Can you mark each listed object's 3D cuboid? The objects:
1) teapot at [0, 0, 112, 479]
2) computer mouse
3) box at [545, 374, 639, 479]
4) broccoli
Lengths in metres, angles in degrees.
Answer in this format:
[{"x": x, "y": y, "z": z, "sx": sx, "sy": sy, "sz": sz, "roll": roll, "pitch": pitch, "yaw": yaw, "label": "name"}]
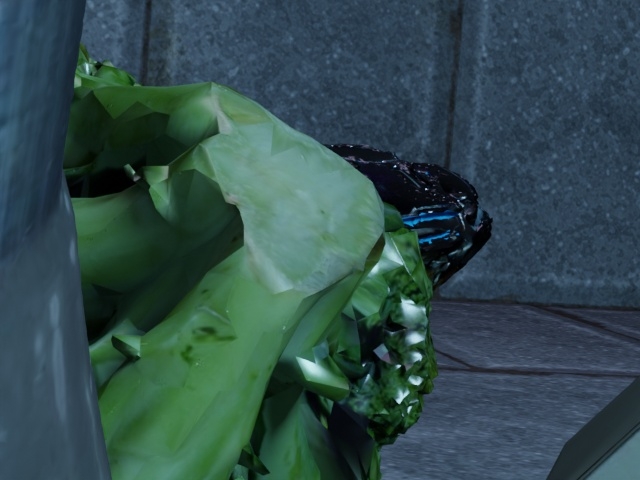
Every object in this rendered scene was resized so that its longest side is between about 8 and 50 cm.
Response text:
[{"x": -0.193, "y": 0.035, "z": 0.369, "sx": 0.305, "sy": 0.362, "sz": 0.376, "roll": 22, "pitch": 26, "yaw": 23, "label": "teapot"}, {"x": 0.000, "y": 0.000, "z": 1.028, "sx": 0.241, "sy": 0.078, "sz": 0.146, "roll": -3, "pitch": 26, "yaw": -27, "label": "computer mouse"}, {"x": 0.208, "y": 0.155, "z": 0.710, "sx": 0.225, "sy": 0.117, "sz": 0.225, "roll": 47, "pitch": 11, "yaw": 7, "label": "box"}, {"x": -0.100, "y": 0.061, "z": 0.777, "sx": 0.321, "sy": 0.310, "sz": 0.413, "roll": 19, "pitch": 26, "yaw": 24, "label": "broccoli"}]
